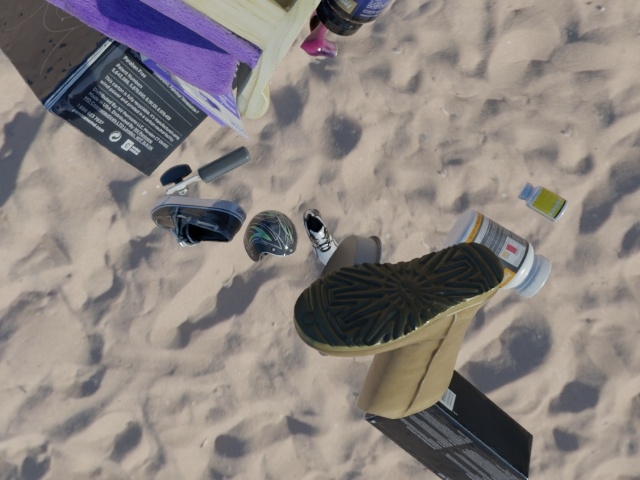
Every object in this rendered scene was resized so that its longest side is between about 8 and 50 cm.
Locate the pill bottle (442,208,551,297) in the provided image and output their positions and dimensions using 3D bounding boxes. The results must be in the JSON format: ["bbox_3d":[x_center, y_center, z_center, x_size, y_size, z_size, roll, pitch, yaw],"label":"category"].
[{"bbox_3d":[0.507,0.042,1.733,0.278,0.162,0.162,30,106,-1],"label":"pill bottle"}]

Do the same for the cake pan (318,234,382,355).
[{"bbox_3d":[0.041,0.111,1.335,0.054,0.293,0.293,26,106,-11],"label":"cake pan"}]

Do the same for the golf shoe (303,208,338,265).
[{"bbox_3d":[0.000,0.000,1.799,0.077,0.094,0.198,-30,90,6],"label":"golf shoe"}]

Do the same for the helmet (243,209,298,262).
[{"bbox_3d":[-0.153,-0.014,1.901,0.169,0.169,0.161,45,135,-11],"label":"helmet"}]

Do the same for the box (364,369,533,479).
[{"bbox_3d":[0.246,0.359,1.153,0.261,0.103,0.184,41,135,-14],"label":"box"}]

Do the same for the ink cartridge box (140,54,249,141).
[{"bbox_3d":[-0.202,-0.265,0.926,0.045,0.206,0.208,-27,64,16],"label":"ink cartridge box"}]

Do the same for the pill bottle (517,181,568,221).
[{"bbox_3d":[0.575,-0.103,1.559,0.116,0.065,0.065,31,106,8],"label":"pill bottle"}]

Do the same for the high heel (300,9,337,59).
[{"bbox_3d":[-0.029,-0.645,1.833,0.117,0.244,0.082,8,144,-28],"label":"high heel"}]

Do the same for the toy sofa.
[{"bbox_3d":[-0.188,-0.227,0.451,0.362,0.150,0.177,25,122,-23],"label":"toy sofa"}]

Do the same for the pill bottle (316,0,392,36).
[{"bbox_3d":[0.078,-0.446,1.009,0.122,0.219,0.123,8,69,-23],"label":"pill bottle"}]

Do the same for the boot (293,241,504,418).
[{"bbox_3d":[0.076,0.132,0.681,0.236,0.089,0.269,-11,143,-16],"label":"boot"}]

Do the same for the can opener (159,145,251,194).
[{"bbox_3d":[-0.342,-0.212,1.779,0.280,0.074,0.093,-24,92,-2],"label":"can opener"}]

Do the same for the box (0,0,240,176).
[{"bbox_3d":[-0.375,-0.479,1.199,0.472,0.297,0.480,-45,61,3],"label":"box"}]

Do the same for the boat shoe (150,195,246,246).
[{"bbox_3d":[-0.322,-0.037,1.497,0.306,0.105,0.113,6,149,30],"label":"boat shoe"}]
